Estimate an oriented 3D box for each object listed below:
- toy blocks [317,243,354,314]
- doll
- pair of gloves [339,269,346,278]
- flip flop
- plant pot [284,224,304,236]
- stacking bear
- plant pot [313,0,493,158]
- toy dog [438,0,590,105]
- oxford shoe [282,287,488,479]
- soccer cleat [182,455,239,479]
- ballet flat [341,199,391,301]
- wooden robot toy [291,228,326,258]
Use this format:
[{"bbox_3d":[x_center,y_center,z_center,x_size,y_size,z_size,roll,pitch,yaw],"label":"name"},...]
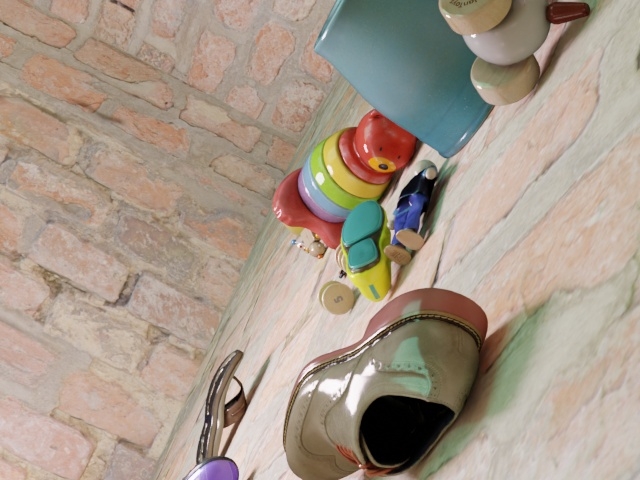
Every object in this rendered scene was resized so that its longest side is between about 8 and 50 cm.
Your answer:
[{"bbox_3d":[0.036,0.060,1.763,0.123,0.054,0.148,-62,7,0],"label":"toy blocks"},{"bbox_3d":[0.133,-0.051,1.516,0.129,0.046,0.189,-54,12,46],"label":"doll"},{"bbox_3d":[0.034,0.074,1.899,0.083,0.010,0.074,-61,6,-11],"label":"pair of gloves"},{"bbox_3d":[-0.202,0.372,2.262,0.112,0.080,0.277,158,124,-72],"label":"flip flop"},{"bbox_3d":[-0.020,-0.084,2.472,0.095,0.134,0.134,-16,40,42],"label":"plant pot"},{"bbox_3d":[0.066,-0.134,1.911,0.289,0.175,0.164,-41,28,46],"label":"stacking bear"},{"bbox_3d":[0.138,-0.297,1.545,0.271,0.255,0.271,-62,7,14],"label":"plant pot"},{"bbox_3d":[0.243,-0.338,1.301,0.220,0.161,0.333,30,-129,-61],"label":"toy dog"},{"bbox_3d":[0.040,0.181,1.049,0.348,0.123,0.130,124,165,-48],"label":"oxford shoe"},{"bbox_3d":[-0.223,0.519,1.813,0.318,0.109,0.116,-59,28,11],"label":"soccer cleat"},{"bbox_3d":[0.074,0.020,1.563,0.077,0.077,0.231,-24,22,13],"label":"ballet flat"},{"bbox_3d":[0.000,0.000,2.289,0.173,0.076,0.079,-54,46,49],"label":"wooden robot toy"}]
